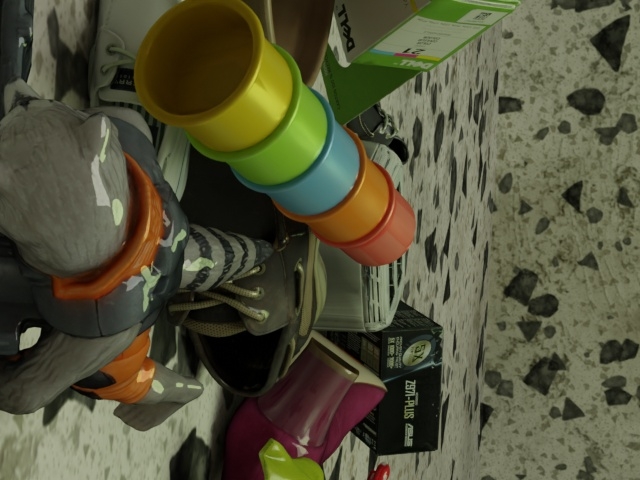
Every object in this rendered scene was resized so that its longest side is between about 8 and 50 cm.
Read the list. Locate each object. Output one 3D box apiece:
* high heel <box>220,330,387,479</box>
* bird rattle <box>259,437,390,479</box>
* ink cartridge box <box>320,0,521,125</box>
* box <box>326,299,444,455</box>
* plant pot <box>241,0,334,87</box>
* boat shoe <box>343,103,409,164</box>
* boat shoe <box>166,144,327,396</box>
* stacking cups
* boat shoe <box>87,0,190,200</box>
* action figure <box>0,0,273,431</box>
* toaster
[{"bbox_3d":[-0.033,0.186,1.713,0.181,0.127,0.377,-54,171,0],"label":"high heel"},{"bbox_3d":[-0.027,0.271,1.524,0.143,0.207,0.253,59,9,14],"label":"bird rattle"},{"bbox_3d":[0.037,-0.231,1.467,0.097,0.255,0.188,1,67,-39],"label":"ink cartridge box"},{"bbox_3d":[0.071,0.150,1.934,0.180,0.078,0.147,-150,-120,-67],"label":"box"},{"bbox_3d":[-0.061,-0.232,1.313,0.237,0.110,0.237,5,90,-78],"label":"plant pot"},{"bbox_3d":[0.066,-0.143,2.014,0.206,0.065,0.075,66,32,-65],"label":"boat shoe"},{"bbox_3d":[-0.061,0.020,1.361,0.355,0.132,0.130,72,26,-57],"label":"boat shoe"},{"bbox_3d":[-0.014,-0.069,1.203,0.316,0.096,0.096,36,58,-58],"label":"stacking cups"},{"bbox_3d":[-0.119,-0.111,1.159,0.076,0.083,0.226,-58,151,-66],"label":"boat shoe"},{"bbox_3d":[-0.126,-0.040,0.945,0.330,0.179,0.341,68,22,-84],"label":"action figure"},{"bbox_3d":[0.000,0.000,1.589,0.129,0.147,0.227,-63,155,-57],"label":"toaster"}]
